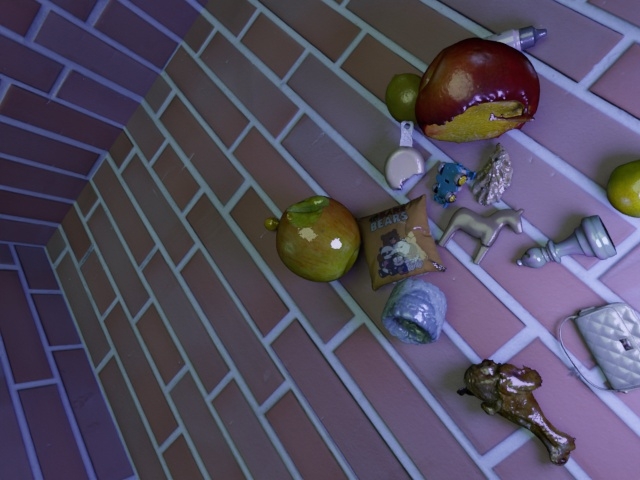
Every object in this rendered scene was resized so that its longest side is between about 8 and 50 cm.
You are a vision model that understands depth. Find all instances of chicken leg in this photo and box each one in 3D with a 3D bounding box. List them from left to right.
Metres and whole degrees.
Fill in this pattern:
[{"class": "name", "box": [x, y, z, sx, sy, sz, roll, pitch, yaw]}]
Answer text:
[{"class": "chicken leg", "box": [0.634, 0.503, 1.260, 0.361, 0.140, 0.211, 31, 119, 20]}]

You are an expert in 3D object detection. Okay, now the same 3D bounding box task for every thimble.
[{"class": "thimble", "box": [0.330, 0.250, 1.401, 0.205, 0.250, 0.172, 8, 56, 30]}]

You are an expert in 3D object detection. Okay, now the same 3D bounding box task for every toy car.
[{"class": "toy car", "box": [0.493, -0.206, 1.485, 0.126, 0.098, 0.161, -125, 39, -52]}]

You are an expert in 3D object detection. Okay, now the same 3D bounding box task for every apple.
[{"class": "apple", "box": [0.000, 0.000, 1.576, 0.339, 0.339, 0.339, -5, 80, 29]}]

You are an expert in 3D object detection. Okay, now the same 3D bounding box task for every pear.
[{"class": "pear", "box": [0.951, -0.132, 1.172, 0.180, 0.166, 0.216, -23, 93, 12]}]

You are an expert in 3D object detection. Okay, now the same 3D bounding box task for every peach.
[{"class": "peach", "box": [0.512, -0.505, 1.341, 0.406, 0.335, 0.310, -3, 85, -1]}]

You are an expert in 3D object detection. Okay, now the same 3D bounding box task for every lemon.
[{"class": "lemon", "box": [-0.226, -0.078, 1.875, 0.092, 0.065, 0.065, -6, 79, 38]}, {"class": "lemon", "box": [0.342, -0.552, 1.561, 0.184, 0.184, 0.248, -38, 58, 19]}]

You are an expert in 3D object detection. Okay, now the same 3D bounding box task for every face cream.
[{"class": "face cream", "box": [0.649, -0.708, 1.463, 0.311, 0.092, 0.092, -7, 79, 28]}]

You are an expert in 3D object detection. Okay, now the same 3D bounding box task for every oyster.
[{"class": "oyster", "box": [0.615, -0.227, 1.418, 0.133, 0.072, 0.209, 45, 106, 30]}]

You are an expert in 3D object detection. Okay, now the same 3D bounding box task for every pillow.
[{"class": "pillow", "box": [0.294, 0.011, 1.532, 0.310, 0.119, 0.312, -21, 71, 32]}]

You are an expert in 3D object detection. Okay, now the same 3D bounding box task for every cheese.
[{"class": "cheese", "box": [0.310, -0.327, 1.559, 0.163, 0.071, 0.249, -16, 103, 17]}]

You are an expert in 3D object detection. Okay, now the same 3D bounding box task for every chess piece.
[{"class": "chess piece", "box": [0.761, 0.028, 1.274, 0.271, 0.139, 0.139, -25, 70, 35]}]

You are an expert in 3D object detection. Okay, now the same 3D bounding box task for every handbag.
[{"class": "handbag", "box": [0.854, 0.322, 1.193, 0.219, 0.079, 0.256, -30, 67, 26]}]

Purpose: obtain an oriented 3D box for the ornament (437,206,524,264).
[{"class": "ornament", "box": [0.573, -0.038, 1.415, 0.230, 0.061, 0.245, 34, 103, 29]}]
